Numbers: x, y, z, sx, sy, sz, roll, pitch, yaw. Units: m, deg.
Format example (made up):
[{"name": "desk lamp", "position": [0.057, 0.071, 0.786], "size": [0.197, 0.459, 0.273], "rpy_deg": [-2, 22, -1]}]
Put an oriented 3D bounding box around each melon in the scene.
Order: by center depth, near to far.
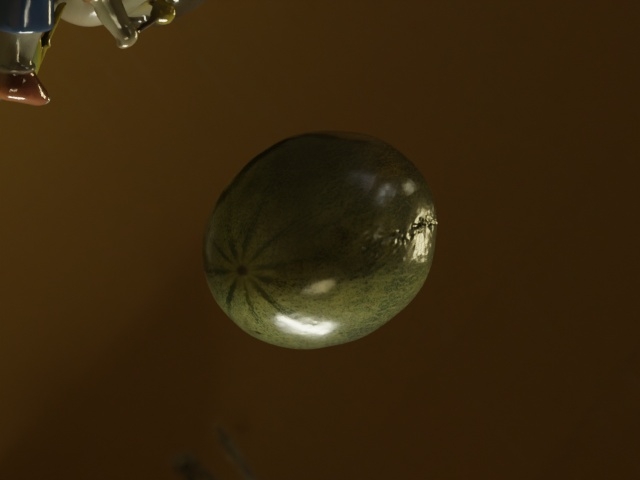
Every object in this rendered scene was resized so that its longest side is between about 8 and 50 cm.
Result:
[{"name": "melon", "position": [0.000, 0.000, 0.824], "size": [0.098, 0.098, 0.130], "rpy_deg": [-29, -178, 30]}]

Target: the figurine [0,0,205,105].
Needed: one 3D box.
[{"name": "figurine", "position": [-0.145, -0.186, 1.136], "size": [0.275, 0.161, 0.158], "rpy_deg": [-34, 170, -43]}]
